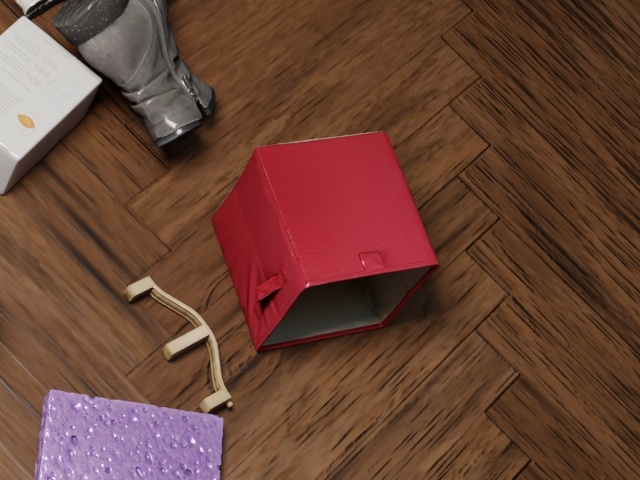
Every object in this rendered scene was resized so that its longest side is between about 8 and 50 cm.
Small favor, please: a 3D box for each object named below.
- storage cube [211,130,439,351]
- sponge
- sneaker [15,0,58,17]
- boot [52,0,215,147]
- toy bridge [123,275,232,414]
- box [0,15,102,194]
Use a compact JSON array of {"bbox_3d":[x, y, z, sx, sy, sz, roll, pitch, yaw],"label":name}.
[{"bbox_3d":[0.000,0.000,1.957,0.215,0.183,0.193,-8,65,-27],"label":"storage cube"},{"bbox_3d":[-0.216,0.242,1.817,0.210,0.031,0.117,11,58,-18],"label":"sponge"},{"bbox_3d":[-0.354,-0.332,2.081,0.044,0.040,0.109,44,51,14],"label":"sneaker"},{"bbox_3d":[-0.218,-0.266,2.056,0.223,0.118,0.338,52,31,-22],"label":"boot"},{"bbox_3d":[-0.160,0.122,1.914,0.063,0.026,0.188,-28,76,-34],"label":"toy bridge"},{"bbox_3d":[-0.375,-0.165,1.944,0.130,0.091,0.170,40,54,0],"label":"box"}]
